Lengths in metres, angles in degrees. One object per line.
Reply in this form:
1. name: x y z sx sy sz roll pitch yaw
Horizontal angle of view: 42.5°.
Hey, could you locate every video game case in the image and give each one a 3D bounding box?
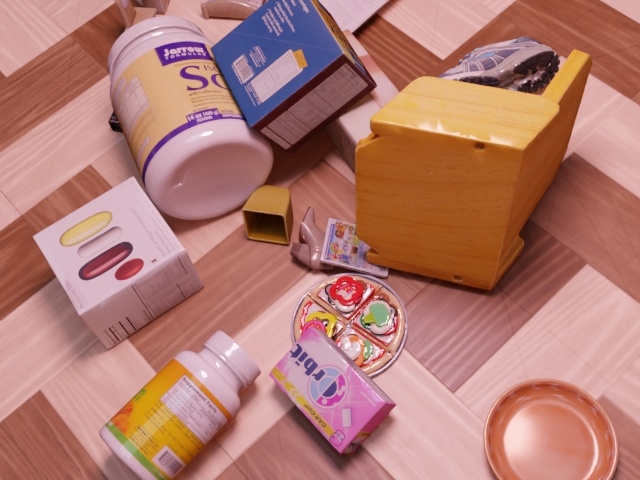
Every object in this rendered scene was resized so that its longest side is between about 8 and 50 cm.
1. video game case: 0.066 0.013 1.461 0.122 0.011 0.087 14 62 -5

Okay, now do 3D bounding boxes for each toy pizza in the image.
1. toy pizza: 0.048 0.141 1.400 0.201 0.032 0.201 -3 60 6

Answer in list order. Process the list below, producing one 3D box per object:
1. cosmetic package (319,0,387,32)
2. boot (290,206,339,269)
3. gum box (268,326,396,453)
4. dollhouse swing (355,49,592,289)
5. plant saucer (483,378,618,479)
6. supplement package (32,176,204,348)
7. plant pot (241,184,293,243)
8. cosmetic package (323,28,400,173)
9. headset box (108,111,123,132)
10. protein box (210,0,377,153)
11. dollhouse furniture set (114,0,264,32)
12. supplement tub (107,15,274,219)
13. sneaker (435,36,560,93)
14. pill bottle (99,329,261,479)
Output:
1. cosmetic package: 0.076 -0.505 1.724 0.239 0.060 0.099 -44 93 -17
2. boot: 0.000 0.000 1.485 0.087 0.042 0.118 16 65 9
3. gum box: 0.014 0.234 1.316 0.107 0.062 0.188 -48 64 4
4. dollhouse swing: 0.251 -0.151 1.362 0.315 0.347 0.305 13 55 13
5. plant saucer: 0.350 0.312 1.262 0.200 0.037 0.200 -3 60 5
6. supplement package: -0.351 0.038 1.443 0.203 0.149 0.194 -34 62 -13
7. plant pot: -0.089 -0.054 1.504 0.081 0.081 0.083 8 50 12
8. cosmetic package: 0.080 -0.233 1.538 0.129 0.153 0.296 -28 62 -8
9. headset box: -0.388 -0.262 1.683 0.062 0.032 0.083 12 65 14
10. protein box: -0.049 -0.304 1.442 0.201 0.136 0.200 -36 61 15
11. dollhouse furniture set: -0.221 -0.561 1.749 0.356 0.174 0.303 6 62 11
12. supplement tub: -0.250 -0.231 1.528 0.241 0.241 0.331 -24 61 -6
13. sneaker: 0.312 -0.316 1.599 0.283 0.110 0.122 -19 42 -6
14. pill bottle: -0.215 0.263 1.306 0.136 0.136 0.246 38 71 24
